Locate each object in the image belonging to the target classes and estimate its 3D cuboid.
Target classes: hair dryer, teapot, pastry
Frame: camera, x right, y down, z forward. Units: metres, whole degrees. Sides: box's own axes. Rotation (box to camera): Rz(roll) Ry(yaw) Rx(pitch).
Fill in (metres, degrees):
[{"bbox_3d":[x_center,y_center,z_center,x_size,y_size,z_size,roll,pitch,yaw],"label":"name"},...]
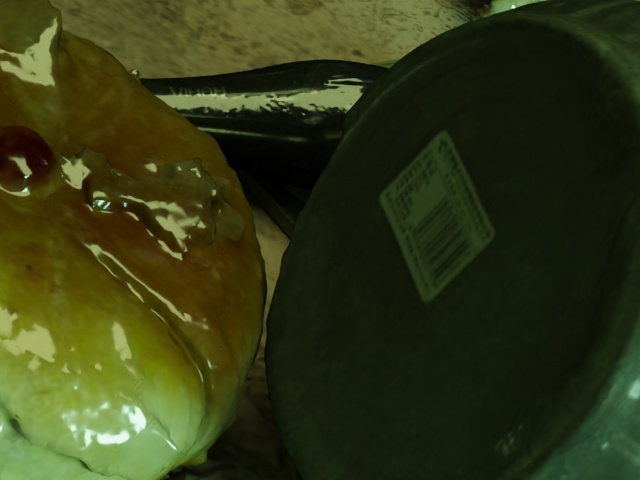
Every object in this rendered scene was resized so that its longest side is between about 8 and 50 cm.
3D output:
[{"bbox_3d":[0.000,0.000,0.958,0.195,0.075,0.219,1,52,-25],"label":"hair dryer"},{"bbox_3d":[0.154,0.053,0.862,0.344,0.253,0.300,25,10,-39],"label":"teapot"},{"bbox_3d":[-0.129,-0.003,0.803,0.235,0.121,0.257,-3,49,-42],"label":"pastry"}]

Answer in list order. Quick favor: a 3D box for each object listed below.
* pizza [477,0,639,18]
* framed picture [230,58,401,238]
[{"bbox_3d":[0.186,-0.192,1.340,0.305,0.085,0.161,-26,87,-50],"label":"pizza"},{"bbox_3d":[0.029,-0.044,1.089,0.201,0.010,0.136,-16,58,-50],"label":"framed picture"}]
